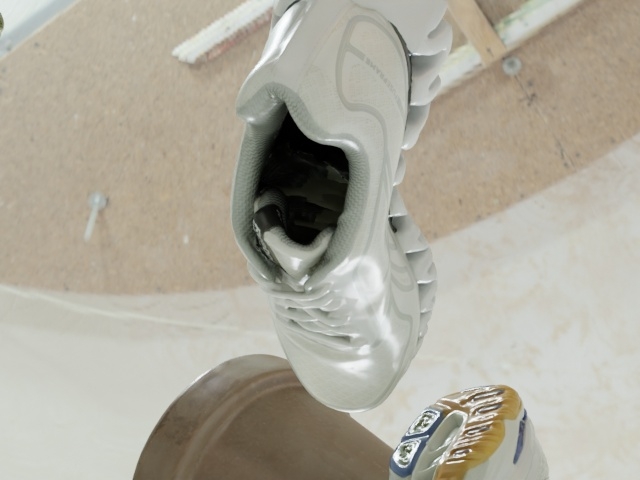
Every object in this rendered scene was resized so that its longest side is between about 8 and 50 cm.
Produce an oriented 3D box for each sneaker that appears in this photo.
[{"bbox_3d":[0.000,0.000,0.572,0.110,0.118,0.292,11,-45,16],"label":"sneaker"},{"bbox_3d":[0.074,0.219,0.685,0.112,0.296,0.131,-14,-70,46],"label":"sneaker"}]

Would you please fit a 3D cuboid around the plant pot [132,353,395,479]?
[{"bbox_3d":[-0.007,0.255,1.009,0.229,0.263,0.263,13,-46,42],"label":"plant pot"}]

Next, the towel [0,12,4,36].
[{"bbox_3d":[-0.207,-0.067,0.451,0.027,0.148,0.110,49,-67,19],"label":"towel"}]
